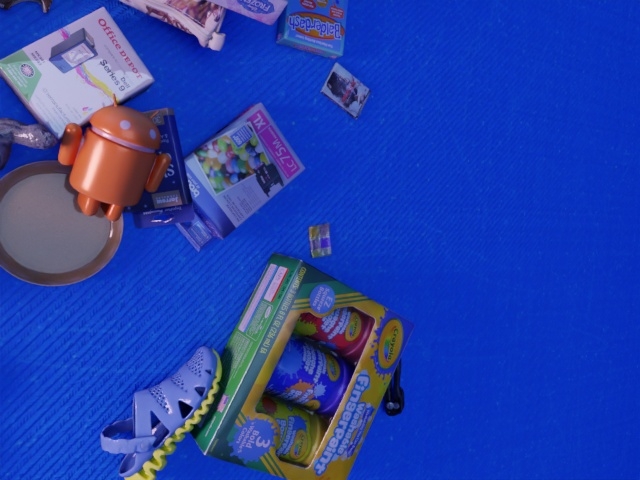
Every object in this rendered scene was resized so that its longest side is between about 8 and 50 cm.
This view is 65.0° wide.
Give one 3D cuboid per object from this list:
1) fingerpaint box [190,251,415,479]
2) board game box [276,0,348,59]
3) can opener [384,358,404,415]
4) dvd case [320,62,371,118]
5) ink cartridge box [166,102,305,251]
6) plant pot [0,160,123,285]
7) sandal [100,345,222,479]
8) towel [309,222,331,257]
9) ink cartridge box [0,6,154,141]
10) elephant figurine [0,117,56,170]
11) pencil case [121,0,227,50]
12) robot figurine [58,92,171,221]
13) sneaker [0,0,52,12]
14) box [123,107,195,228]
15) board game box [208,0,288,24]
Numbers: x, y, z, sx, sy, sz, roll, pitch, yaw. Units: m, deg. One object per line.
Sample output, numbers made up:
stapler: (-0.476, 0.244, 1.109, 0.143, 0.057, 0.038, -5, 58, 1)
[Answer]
fingerpaint box: (-0.032, 0.310, 1.176, 0.371, 0.163, 0.444, 32, 79, -28)
board game box: (-0.014, -0.550, 1.172, 0.160, 0.047, 0.210, 3, 94, -30)
can opener: (0.199, 0.395, 1.388, 0.059, 0.073, 0.185, -5, 95, 10)
dvd case: (0.065, -0.373, 1.254, 0.120, 0.013, 0.087, 32, 79, -29)
ink cartridge box: (-0.199, -0.138, 1.101, 0.311, 0.065, 0.185, -42, 113, -18)
plant pot: (-0.501, -0.032, 0.952, 0.237, 0.032, 0.236, -3, 95, -30)
sandal: (-0.329, 0.350, 1.039, 0.138, 0.126, 0.317, 42, 73, -22)
towel: (0.000, 0.000, 1.254, 0.060, 0.009, 0.083, -7, 98, -30)
ink cartridge box: (-0.444, -0.302, 0.925, 0.212, 0.093, 0.154, -40, 112, -22)
elephant figurine: (-0.592, -0.150, 0.808, 0.240, 0.186, 0.169, 37, 54, -19)
pencil case: (-0.351, -0.509, 0.917, 0.411, 0.160, 0.183, 19, 72, -30)
robot figurine: (-0.370, -0.148, 0.908, 0.158, 0.128, 0.219, 24, 100, -2)
sneaker: (-0.563, -0.435, 0.859, 0.189, 0.066, 0.071, -9, 100, -28)
box: (-0.336, -0.138, 0.995, 0.137, 0.036, 0.225, -8, 102, 8)
board game box: (-0.232, -0.564, 0.885, 0.318, 0.066, 0.318, 6, 59, -37)
